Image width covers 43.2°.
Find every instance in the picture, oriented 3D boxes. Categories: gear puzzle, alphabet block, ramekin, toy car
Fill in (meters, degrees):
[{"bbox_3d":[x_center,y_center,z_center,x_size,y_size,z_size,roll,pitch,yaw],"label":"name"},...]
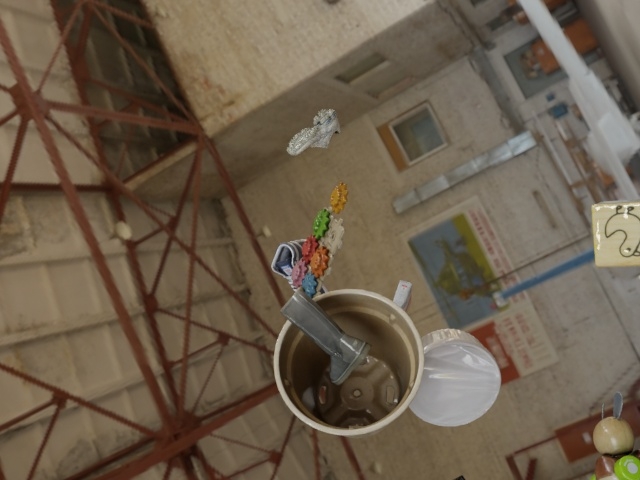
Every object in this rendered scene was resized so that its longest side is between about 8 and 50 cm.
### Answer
[{"bbox_3d":[0.000,0.000,2.189,0.044,0.339,0.175,14,-161,-27],"label":"gear puzzle"},{"bbox_3d":[0.919,-0.025,2.374,0.193,0.197,0.193,-7,-87,-60],"label":"alphabet block"},{"bbox_3d":[0.358,0.370,2.253,0.273,0.272,0.127,56,-167,-19],"label":"ramekin"},{"bbox_3d":[0.621,0.413,1.657,0.155,0.148,0.189,102,164,-60],"label":"toy car"}]

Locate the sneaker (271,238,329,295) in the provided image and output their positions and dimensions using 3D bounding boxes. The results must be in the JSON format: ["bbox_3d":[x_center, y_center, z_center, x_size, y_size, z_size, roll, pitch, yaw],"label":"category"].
[{"bbox_3d":[-0.060,0.131,2.496,0.153,0.099,0.282,3,-111,-57],"label":"sneaker"}]

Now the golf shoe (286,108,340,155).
[{"bbox_3d":[-0.010,-0.268,2.144,0.069,0.176,0.086,18,146,53],"label":"golf shoe"}]

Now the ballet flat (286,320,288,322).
[{"bbox_3d":[-0.057,0.254,2.039,0.057,0.052,0.168,11,-134,-19],"label":"ballet flat"}]

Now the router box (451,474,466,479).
[{"bbox_3d":[0.276,0.663,2.019,0.178,0.133,0.046,-25,-105,-37],"label":"router box"}]

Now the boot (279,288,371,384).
[{"bbox_3d":[-0.005,0.215,1.791,0.208,0.190,0.076,32,-133,0],"label":"boot"}]

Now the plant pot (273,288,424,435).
[{"bbox_3d":[0.078,0.326,1.908,0.305,0.333,0.334,76,177,-63],"label":"plant pot"}]

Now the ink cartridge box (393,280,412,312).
[{"bbox_3d":[0.226,0.226,2.384,0.145,0.045,0.179,80,-154,-63],"label":"ink cartridge box"}]
